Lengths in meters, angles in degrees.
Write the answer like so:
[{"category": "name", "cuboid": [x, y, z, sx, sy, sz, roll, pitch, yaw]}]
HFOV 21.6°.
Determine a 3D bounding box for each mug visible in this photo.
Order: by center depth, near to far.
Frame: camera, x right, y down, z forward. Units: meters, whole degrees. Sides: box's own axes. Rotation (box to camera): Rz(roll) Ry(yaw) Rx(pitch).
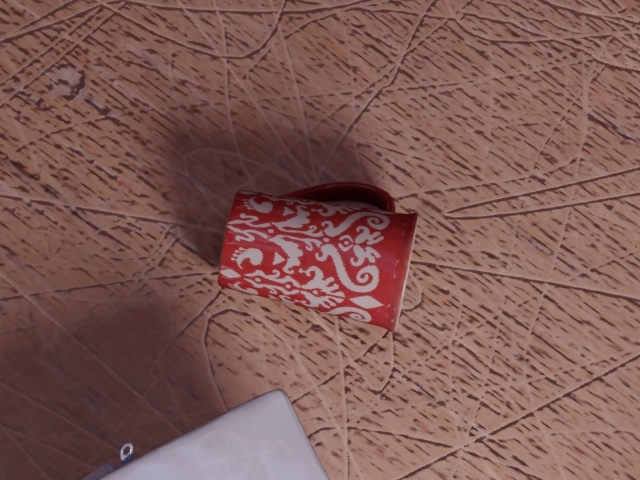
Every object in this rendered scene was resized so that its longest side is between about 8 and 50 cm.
[{"category": "mug", "cuboid": [-0.002, 0.010, 1.563, 0.169, 0.150, 0.113, 10, 106, 1]}]

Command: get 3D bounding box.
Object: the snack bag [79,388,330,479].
[{"category": "snack bag", "cuboid": [-0.100, 0.317, 1.362, 0.342, 0.037, 0.323, -27, 81, -20]}]
